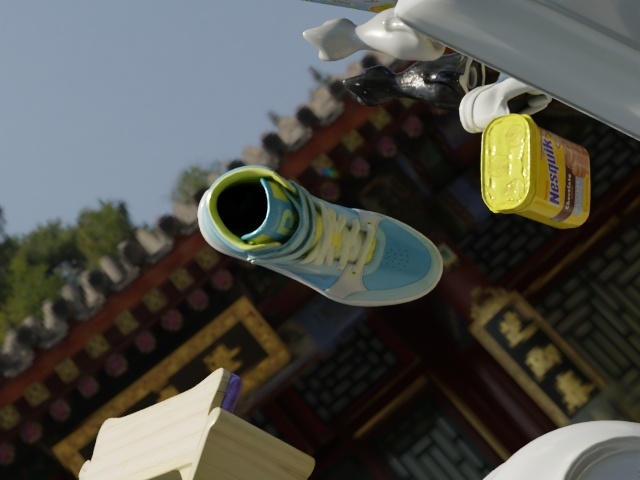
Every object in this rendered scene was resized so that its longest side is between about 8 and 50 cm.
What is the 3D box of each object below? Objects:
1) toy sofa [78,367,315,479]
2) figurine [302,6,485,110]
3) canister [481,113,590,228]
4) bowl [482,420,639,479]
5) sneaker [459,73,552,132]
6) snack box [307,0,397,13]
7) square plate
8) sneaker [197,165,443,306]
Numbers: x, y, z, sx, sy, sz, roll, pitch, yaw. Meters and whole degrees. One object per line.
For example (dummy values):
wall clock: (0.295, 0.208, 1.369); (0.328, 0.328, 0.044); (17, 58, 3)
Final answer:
toy sofa: (-0.171, 0.306, 1.618); (0.362, 0.150, 0.177); (-29, 35, 48)
figurine: (0.103, -0.263, 1.855); (0.215, 0.209, 0.092); (42, -127, -50)
canister: (0.288, -0.087, 1.677); (0.073, 0.126, 0.170); (-7, -13, 39)
bowl: (0.257, 0.257, 1.059); (0.298, 0.298, 0.134); (-30, -34, -25)
sneaker: (0.285, -0.210, 1.740); (0.212, 0.094, 0.080); (-45, -56, -32)
snack box: (0.032, -0.422, 1.956); (0.207, 0.174, 0.070); (50, -129, -79)
square plate: (0.288, -0.245, 1.043); (0.347, 0.344, 0.049); (-59, -9, -21)
sneaker: (0.000, 0.000, 1.536); (0.208, 0.319, 0.127); (106, 177, -85)
